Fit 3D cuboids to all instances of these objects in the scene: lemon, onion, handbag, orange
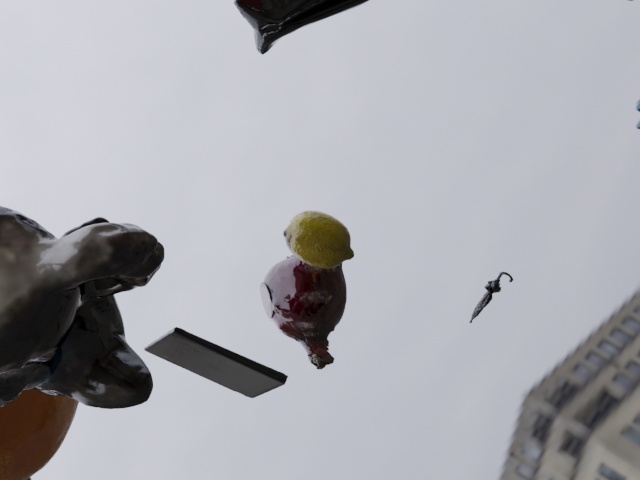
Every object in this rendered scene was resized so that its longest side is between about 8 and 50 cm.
[{"bbox_3d":[0.000,0.000,1.981,0.082,0.110,0.082,22,-90,-87],"label":"lemon"},{"bbox_3d":[-0.032,0.116,2.241,0.173,0.135,0.198,134,136,-68],"label":"onion"},{"bbox_3d":[0.003,-0.481,2.296,0.342,0.288,0.152,-90,-21,-49],"label":"handbag"},{"bbox_3d":[-0.452,0.176,1.694,0.312,0.312,0.312,-40,-32,-32],"label":"orange"}]

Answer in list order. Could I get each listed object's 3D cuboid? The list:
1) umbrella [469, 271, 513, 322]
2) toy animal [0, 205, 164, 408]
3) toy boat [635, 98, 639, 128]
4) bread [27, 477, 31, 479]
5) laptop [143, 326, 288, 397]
[{"bbox_3d":[0.212,0.072,1.715,0.022,0.022,0.149,-55,-1,-31],"label":"umbrella"},{"bbox_3d":[-0.273,0.072,1.278,0.302,0.194,0.344,-13,-16,3],"label":"toy animal"},{"bbox_3d":[0.391,-0.095,1.303,0.238,0.109,0.098,18,-84,-34],"label":"toy boat"},{"bbox_3d":[-0.504,0.382,1.989,0.109,0.210,0.192,-20,-19,10],"label":"bread"},{"bbox_3d":[-0.160,0.186,2.022,0.135,0.197,0.016,-31,36,57],"label":"laptop"}]
